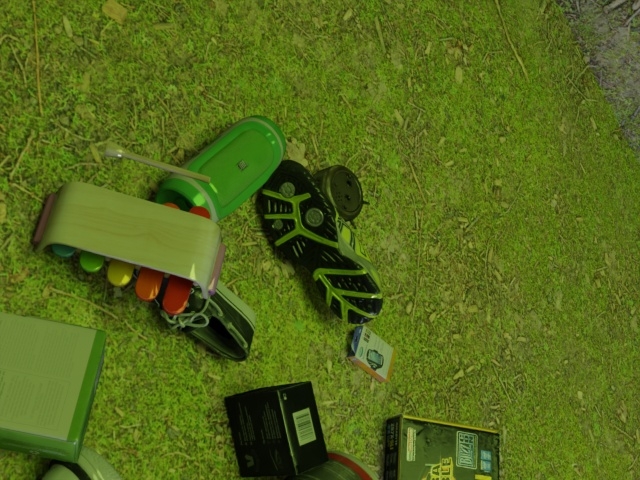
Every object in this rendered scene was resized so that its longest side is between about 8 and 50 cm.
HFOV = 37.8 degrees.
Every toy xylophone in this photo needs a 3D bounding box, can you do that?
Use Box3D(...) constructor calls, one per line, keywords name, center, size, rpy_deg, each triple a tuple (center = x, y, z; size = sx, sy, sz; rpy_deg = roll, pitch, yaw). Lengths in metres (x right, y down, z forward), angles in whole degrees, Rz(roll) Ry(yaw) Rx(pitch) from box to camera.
Box3D(name="toy xylophone", center=(-0.304, -0.027, 1.575), size=(0.323, 0.081, 0.236), rpy_deg=(24, 62, -6))

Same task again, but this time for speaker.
Box3D(name="speaker", center=(-0.187, -0.129, 1.804), size=(0.131, 0.131, 0.296), rpy_deg=(59, 44, -16))

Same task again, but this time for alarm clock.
Box3D(name="alarm clock", center=(0.026, -0.110, 2.073), size=(0.192, 0.064, 0.129), rpy_deg=(25, 61, -36))

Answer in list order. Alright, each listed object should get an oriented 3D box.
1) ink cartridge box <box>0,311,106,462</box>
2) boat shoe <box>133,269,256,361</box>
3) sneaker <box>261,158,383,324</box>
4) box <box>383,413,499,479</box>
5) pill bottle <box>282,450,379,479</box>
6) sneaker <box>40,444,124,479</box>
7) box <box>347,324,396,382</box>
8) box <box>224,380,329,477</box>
Box3D(name="ink cartridge box", center=(-0.472, 0.212, 1.416), size=(0.255, 0.097, 0.189), rpy_deg=(12, 55, -7))
Box3D(name="boat shoe", center=(-0.234, 0.121, 1.688), size=(0.306, 0.113, 0.105), rpy_deg=(47, 33, -38))
Box3D(name="sneaker", center=(0.000, 0.000, 1.984), size=(0.384, 0.145, 0.147), rpy_deg=(60, 13, -11))
Box3D(name="box", center=(0.266, 0.562, 2.045), size=(0.257, 0.079, 0.322), rpy_deg=(14, 67, -22))
Box3D(name="pill bottle", center=(-0.049, 0.551, 1.679), size=(0.363, 0.210, 0.210), rpy_deg=(-28, 99, -47))
Box3D(name="sneaker", center=(-0.343, 0.513, 1.440), size=(0.366, 0.137, 0.210), rpy_deg=(56, 46, -11))
Box3D(name="box", center=(0.111, 0.249, 2.076), size=(0.136, 0.028, 0.081), rpy_deg=(39, 53, -29))
Box3D(name="box", center=(-0.083, 0.352, 1.741), size=(0.093, 0.158, 0.156), rpy_deg=(-9, 85, -47))
